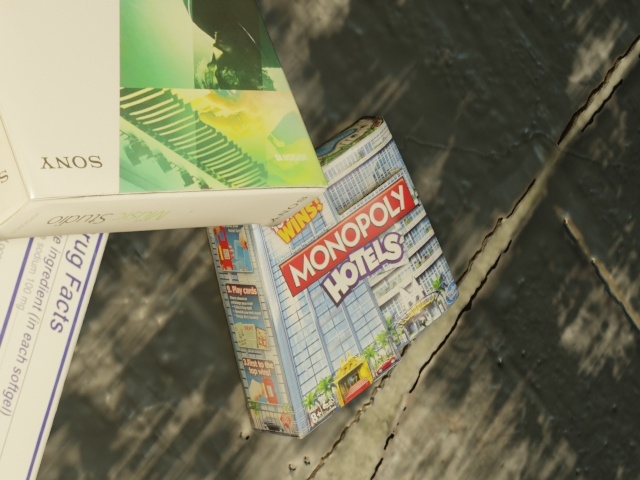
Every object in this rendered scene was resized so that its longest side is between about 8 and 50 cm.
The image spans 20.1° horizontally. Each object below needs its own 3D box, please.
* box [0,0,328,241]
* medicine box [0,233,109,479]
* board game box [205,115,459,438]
[{"bbox_3d":[-0.139,-0.157,1.019,0.232,0.058,0.322,-5,70,-50],"label":"box"},{"bbox_3d":[-0.291,0.057,0.951,0.289,0.149,0.263,24,76,-36],"label":"medicine box"},{"bbox_3d":[0.000,0.000,1.230,0.194,0.060,0.194,-36,112,-31],"label":"board game box"}]
